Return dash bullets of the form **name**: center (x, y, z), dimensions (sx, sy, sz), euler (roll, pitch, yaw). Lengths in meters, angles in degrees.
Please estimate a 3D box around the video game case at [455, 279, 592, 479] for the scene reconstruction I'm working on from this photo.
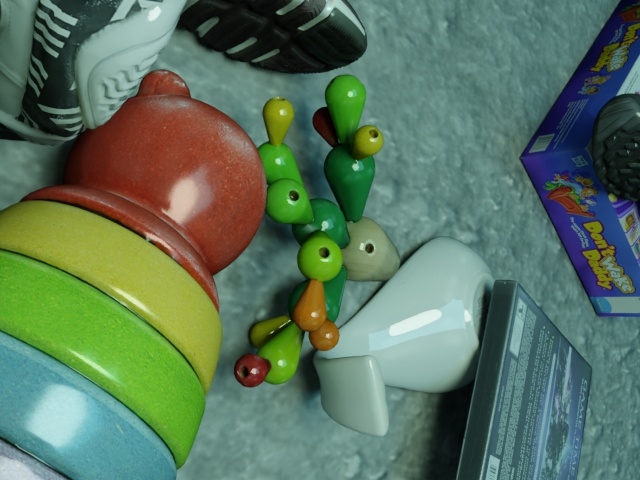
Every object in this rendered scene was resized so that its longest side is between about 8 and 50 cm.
- **video game case**: center (0.198, 0.175, 0.734), dimensions (0.274, 0.026, 0.196), euler (39, 61, -52)

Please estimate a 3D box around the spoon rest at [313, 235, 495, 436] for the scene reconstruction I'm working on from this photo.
- **spoon rest**: center (0.077, 0.077, 0.644), dimensions (0.276, 0.084, 0.137), euler (-19, 101, -56)

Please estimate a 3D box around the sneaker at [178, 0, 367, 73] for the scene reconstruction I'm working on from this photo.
- **sneaker**: center (-0.070, -0.224, 0.496), dimensions (0.281, 0.106, 0.163), euler (19, 71, -41)

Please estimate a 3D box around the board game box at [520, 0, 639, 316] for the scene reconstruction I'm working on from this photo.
- **board game box**: center (0.380, -0.113, 0.934), dimensions (0.347, 0.078, 0.233), euler (-52, 121, -33)

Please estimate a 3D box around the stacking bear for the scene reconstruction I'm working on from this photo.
- **stacking bear**: center (-0.122, 0.043, 0.397), dimensions (0.175, 0.164, 0.289), euler (47, 53, -31)

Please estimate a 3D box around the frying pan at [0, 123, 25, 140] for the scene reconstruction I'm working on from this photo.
- **frying pan**: center (-0.276, -0.057, 0.328), dimensions (0.326, 0.053, 0.197), euler (32, 67, -35)

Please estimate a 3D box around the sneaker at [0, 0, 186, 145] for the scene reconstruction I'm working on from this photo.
- **sneaker**: center (-0.105, -0.186, 0.284), dimensions (0.210, 0.365, 0.137), euler (36, 51, -19)

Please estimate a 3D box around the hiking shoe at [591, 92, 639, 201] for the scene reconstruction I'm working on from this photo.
- **hiking shoe**: center (0.329, -0.097, 0.787), dimensions (0.226, 0.086, 0.114), euler (32, 52, -44)

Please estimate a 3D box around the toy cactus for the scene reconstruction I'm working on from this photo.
- **toy cactus**: center (0.000, 0.000, 0.566), dimensions (0.180, 0.112, 0.219), euler (28, 65, -59)
